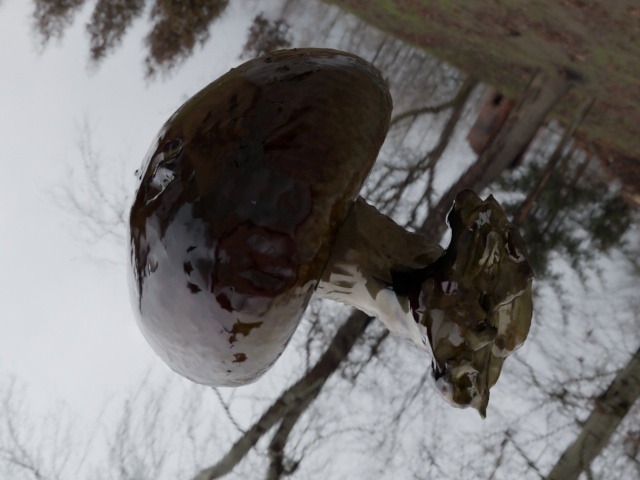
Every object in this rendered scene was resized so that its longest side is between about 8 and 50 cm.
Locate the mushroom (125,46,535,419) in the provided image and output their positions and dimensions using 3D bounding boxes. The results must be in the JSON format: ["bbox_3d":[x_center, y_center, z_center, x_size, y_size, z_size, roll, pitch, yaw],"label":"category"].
[{"bbox_3d":[-0.003,-0.021,0.894,0.356,0.331,0.334,5,177,-10],"label":"mushroom"}]
